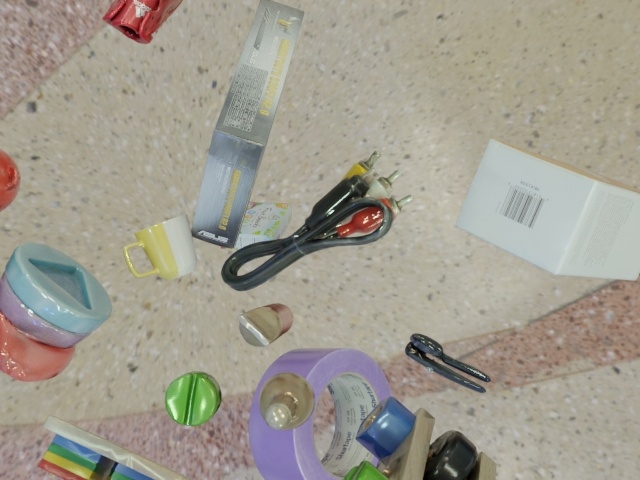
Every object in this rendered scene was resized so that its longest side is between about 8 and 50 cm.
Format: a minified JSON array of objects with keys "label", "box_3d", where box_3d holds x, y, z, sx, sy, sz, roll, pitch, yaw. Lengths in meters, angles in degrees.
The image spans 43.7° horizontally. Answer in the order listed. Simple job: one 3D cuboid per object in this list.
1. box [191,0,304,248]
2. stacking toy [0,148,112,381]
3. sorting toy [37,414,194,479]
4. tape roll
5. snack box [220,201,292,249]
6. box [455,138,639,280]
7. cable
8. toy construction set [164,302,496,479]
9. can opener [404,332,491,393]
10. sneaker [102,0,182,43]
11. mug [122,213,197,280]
[{"label":"box","box_3d":[-0.083,-0.134,0.919,0.056,0.183,0.231,17,51,-6]},{"label":"stacking toy","box_3d":[-0.381,0.004,0.877,0.309,0.279,0.130,44,100,12]},{"label":"sorting toy","box_3d":[-0.345,0.414,1.400,0.256,0.257,0.089,21,71,10]},{"label":"tape roll","box_3d":[0.006,0.229,1.000,0.189,0.080,0.188,7,80,-46]},{"label":"snack box","box_3d":[-0.116,-0.027,1.462,0.100,0.141,0.037,4,117,10]},{"label":"box","box_3d":[0.445,-0.048,1.446,0.345,0.215,0.168,6,109,-49]},{"label":"cable","box_3d":[0.000,0.000,1.092,0.287,0.139,0.072,-40,141,11]},{"label":"toy construction set","box_3d":[0.002,0.187,0.452,0.258,0.237,0.308,-23,85,1]},{"label":"can opener","box_3d":[0.255,0.254,1.619,0.186,0.073,0.059,33,83,10]},{"label":"sneaker","box_3d":[-0.158,-0.279,0.827,0.087,0.221,0.128,24,62,-10]},{"label":"mug","box_3d":[-0.176,0.013,0.897,0.078,0.062,0.064,-20,95,-2]}]
